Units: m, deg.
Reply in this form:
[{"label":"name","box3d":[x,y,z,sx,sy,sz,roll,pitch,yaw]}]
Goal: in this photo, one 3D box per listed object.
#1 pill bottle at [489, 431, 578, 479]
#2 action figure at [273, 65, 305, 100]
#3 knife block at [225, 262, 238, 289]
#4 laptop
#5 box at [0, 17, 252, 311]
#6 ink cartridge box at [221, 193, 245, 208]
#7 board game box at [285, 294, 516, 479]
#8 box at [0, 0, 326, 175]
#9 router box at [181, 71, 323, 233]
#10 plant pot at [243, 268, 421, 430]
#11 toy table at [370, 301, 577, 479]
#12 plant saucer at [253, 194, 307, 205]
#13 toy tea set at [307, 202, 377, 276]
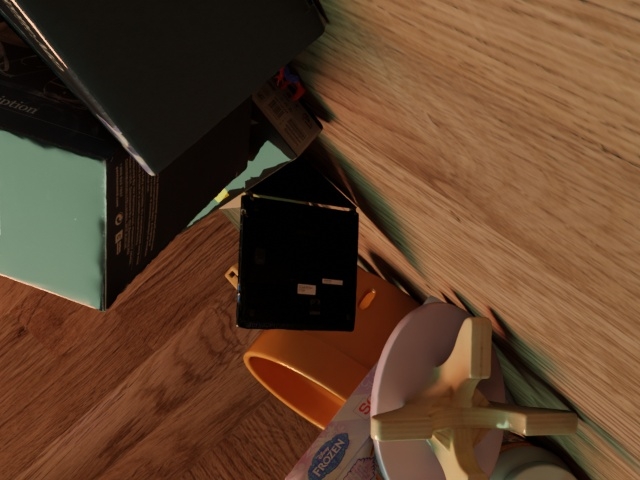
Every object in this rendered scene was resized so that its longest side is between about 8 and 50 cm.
[{"label":"pill bottle","box3d":[0.302,0.386,1.912,0.162,0.162,0.278,49,174,-4]},{"label":"action figure","box3d":[-0.047,-0.194,1.366,0.038,0.030,0.115,51,174,30]},{"label":"knife block","box3d":[-0.061,0.111,2.481,0.088,0.275,0.242,45,144,31]},{"label":"laptop","box3d":[-0.069,-0.013,1.679,0.136,0.264,0.234,-1,175,41]},{"label":"box","box3d":[-0.289,-0.125,1.304,0.343,0.312,0.179,18,125,16]},{"label":"ink cartridge box","box3d":[-0.206,-0.100,2.211,0.099,0.135,0.056,-125,35,-52]},{"label":"board game box","box3d":[0.128,0.285,1.739,0.066,0.318,0.319,29,163,38]},{"label":"box","box3d":[-0.226,-0.299,1.085,0.395,0.212,0.293,44,172,35]},{"label":"router box","box3d":[-0.184,-0.180,1.471,0.243,0.081,0.309,-30,104,38]},{"label":"plant pot","box3d":[0.055,0.180,1.937,0.290,0.203,0.291,30,161,11]},{"label":"toy table","box3d":[0.168,0.220,1.534,0.161,0.252,0.274,-170,70,-76]},{"label":"plant saucer","box3d":[-0.112,-0.092,1.840,0.241,0.037,0.241,28,179,1]},{"label":"toy tea set","box3d":[0.000,0.000,2.061,0.336,0.124,0.200,51,-156,-55]}]
